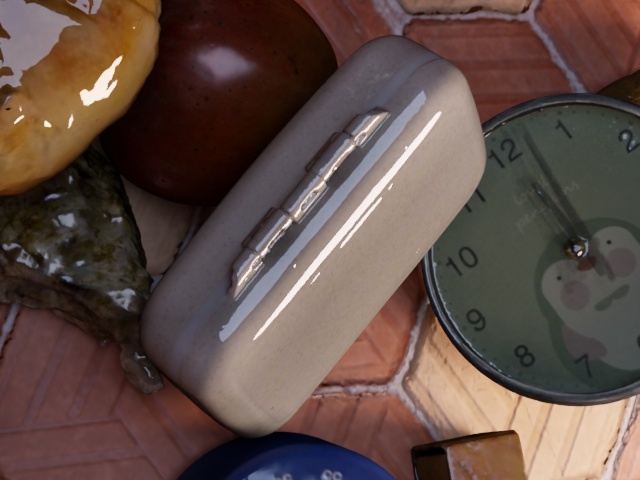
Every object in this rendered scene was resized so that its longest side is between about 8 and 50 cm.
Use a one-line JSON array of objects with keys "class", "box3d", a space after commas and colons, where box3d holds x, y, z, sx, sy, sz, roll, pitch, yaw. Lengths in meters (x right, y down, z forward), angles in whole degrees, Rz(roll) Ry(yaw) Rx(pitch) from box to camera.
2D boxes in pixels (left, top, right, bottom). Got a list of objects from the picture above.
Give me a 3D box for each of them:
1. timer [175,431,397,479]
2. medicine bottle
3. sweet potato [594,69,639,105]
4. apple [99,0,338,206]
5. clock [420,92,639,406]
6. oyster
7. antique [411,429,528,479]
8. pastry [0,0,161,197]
[{"class": "timer", "box3d": [0.015, 0.292, 1.359, 0.270, 0.383, 0.270, 3, 80, -19]}, {"class": "medicine bottle", "box3d": [0.000, 0.000, 1.449, 0.123, 0.282, 0.375, 35, 80, 23]}, {"class": "sweet potato", "box3d": [0.304, -0.090, 1.689, 0.112, 0.085, 0.286, 53, 55, -37]}, {"class": "apple", "box3d": [-0.095, -0.147, 1.487, 0.234, 0.234, 0.234, 3, 80, -18]}, {"class": "clock", "box3d": [0.254, 0.007, 1.580, 0.319, 0.066, 0.319, -1, 86, 12]}, {"class": "oyster", "box3d": [-0.275, -0.035, 1.468, 0.396, 0.111, 0.204, 31, 70, -7]}, {"class": "antique", "box3d": [0.169, 0.347, 1.557, 0.087, 0.093, 0.310, -8, 84, -19]}, {"class": "pastry", "box3d": [-0.323, -0.222, 1.339, 0.409, 0.245, 0.409, 2, 78, -11]}]
